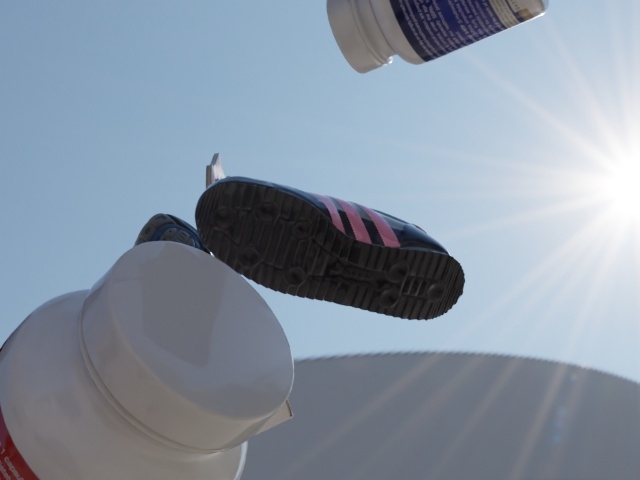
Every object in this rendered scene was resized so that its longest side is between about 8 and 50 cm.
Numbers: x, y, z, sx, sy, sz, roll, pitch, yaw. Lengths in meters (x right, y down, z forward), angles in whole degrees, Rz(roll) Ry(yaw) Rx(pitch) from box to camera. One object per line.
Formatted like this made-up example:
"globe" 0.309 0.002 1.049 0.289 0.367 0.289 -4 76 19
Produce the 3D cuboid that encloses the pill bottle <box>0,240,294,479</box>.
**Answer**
"pill bottle" -0.211 0.191 0.943 0.229 0.229 0.408 18 -51 -37

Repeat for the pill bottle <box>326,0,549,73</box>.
"pill bottle" 0.106 -0.227 1.004 0.186 0.112 0.112 -20 -37 23

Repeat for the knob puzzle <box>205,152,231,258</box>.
"knob puzzle" -0.149 -0.030 1.718 0.030 0.213 0.213 -7 -40 5

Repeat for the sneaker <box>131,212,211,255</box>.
"sneaker" -0.226 0.097 1.223 0.111 0.297 0.129 40 -48 -3

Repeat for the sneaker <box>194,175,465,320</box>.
"sneaker" 0.000 0.000 1.195 0.319 0.131 0.112 21 -74 -24

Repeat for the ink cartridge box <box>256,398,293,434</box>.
"ink cartridge box" -0.200 0.239 1.560 0.207 0.117 0.283 -21 4 -29
